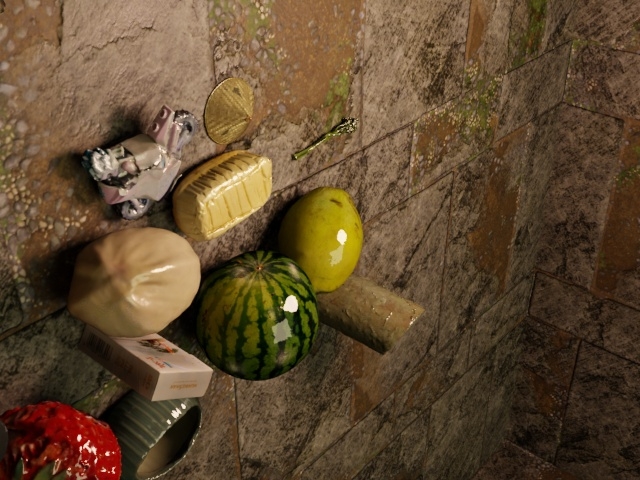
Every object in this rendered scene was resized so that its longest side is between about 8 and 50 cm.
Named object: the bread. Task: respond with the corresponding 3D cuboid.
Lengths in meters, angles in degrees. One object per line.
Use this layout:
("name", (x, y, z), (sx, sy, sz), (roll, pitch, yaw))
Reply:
("bread", (-0.208, -0.101, 1.752), (0.236, 0.106, 0.140), (-36, 135, -37))

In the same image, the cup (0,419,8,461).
("cup", (-0.630, 0.345, 1.386), (0.169, 0.176, 0.223), (-5, 113, -56))

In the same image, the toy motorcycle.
("toy motorcycle", (-0.344, -0.149, 1.531), (0.204, 0.108, 0.239), (14, 98, -56))

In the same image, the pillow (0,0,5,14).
("pillow", (-0.558, -0.344, 1.169), (0.241, 0.051, 0.093), (-24, 128, -42))

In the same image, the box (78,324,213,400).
("box", (-0.348, 0.237, 1.652), (0.149, 0.233, 0.067), (5, 106, -55))

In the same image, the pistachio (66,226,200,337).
("pistachio", (-0.347, 0.078, 1.601), (0.226, 0.208, 0.332), (-31, 177, 27))

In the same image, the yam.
("yam", (0.118, 0.189, 2.227), (0.168, 0.304, 0.168), (-46, 151, -35))

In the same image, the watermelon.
("watermelon", (-0.144, 0.168, 1.855), (0.285, 0.285, 0.285), (-32, 134, -40))

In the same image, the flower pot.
("flower pot", (-0.368, 0.410, 1.804), (0.243, 0.157, 0.189), (-42, 138, -30))

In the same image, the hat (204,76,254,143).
("hat", (-0.169, -0.262, 1.741), (0.146, 0.067, 0.146), (-32, 134, -40))

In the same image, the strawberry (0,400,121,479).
("strawberry", (-0.519, 0.429, 1.553), (0.291, 0.310, 0.292), (-6, 107, -22))

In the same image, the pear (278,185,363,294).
("pear", (0.000, 0.000, 2.007), (0.212, 0.212, 0.269), (19, 78, -56))

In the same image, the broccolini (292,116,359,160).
("broccolini", (0.015, -0.249, 2.030), (0.218, 0.042, 0.044), (-34, 134, -36))
